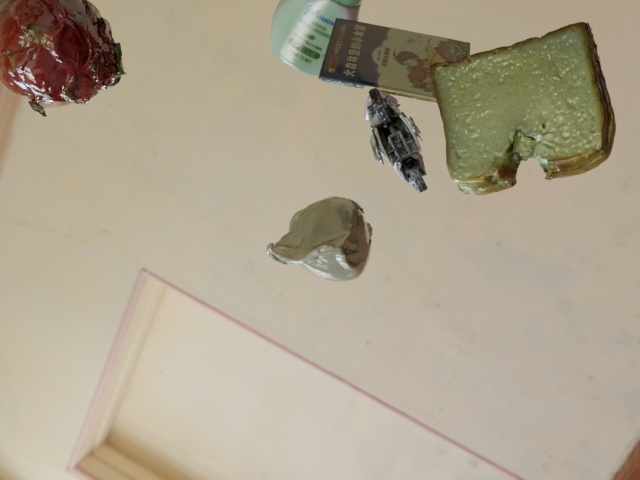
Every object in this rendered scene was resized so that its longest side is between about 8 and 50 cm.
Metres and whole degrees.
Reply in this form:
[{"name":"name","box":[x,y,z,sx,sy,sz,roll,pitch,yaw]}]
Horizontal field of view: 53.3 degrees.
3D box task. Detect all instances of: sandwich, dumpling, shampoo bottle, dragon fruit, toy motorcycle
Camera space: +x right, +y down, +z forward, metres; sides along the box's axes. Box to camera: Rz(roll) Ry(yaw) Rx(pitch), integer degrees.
[{"name":"sandwich","box":[0.336,-0.211,1.066,0.095,0.273,0.249,25,-123,-60]},{"name":"dumpling","box":[0.000,0.000,0.795,0.188,0.127,0.108,-36,-59,-75]},{"name":"shampoo bottle","box":[0.017,-0.607,1.647,0.350,0.221,0.151,-51,17,41]},{"name":"dragon fruit","box":[-0.540,-0.387,1.271,0.244,0.298,0.244,-52,-16,-21]},{"name":"toy motorcycle","box":[0.157,-0.230,1.360,0.204,0.108,0.239,-101,-4,-63]}]

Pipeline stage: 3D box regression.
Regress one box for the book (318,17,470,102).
[{"name":"book","box":[0.171,-0.397,1.410,0.018,0.322,0.229,99,-177,-51]}]
